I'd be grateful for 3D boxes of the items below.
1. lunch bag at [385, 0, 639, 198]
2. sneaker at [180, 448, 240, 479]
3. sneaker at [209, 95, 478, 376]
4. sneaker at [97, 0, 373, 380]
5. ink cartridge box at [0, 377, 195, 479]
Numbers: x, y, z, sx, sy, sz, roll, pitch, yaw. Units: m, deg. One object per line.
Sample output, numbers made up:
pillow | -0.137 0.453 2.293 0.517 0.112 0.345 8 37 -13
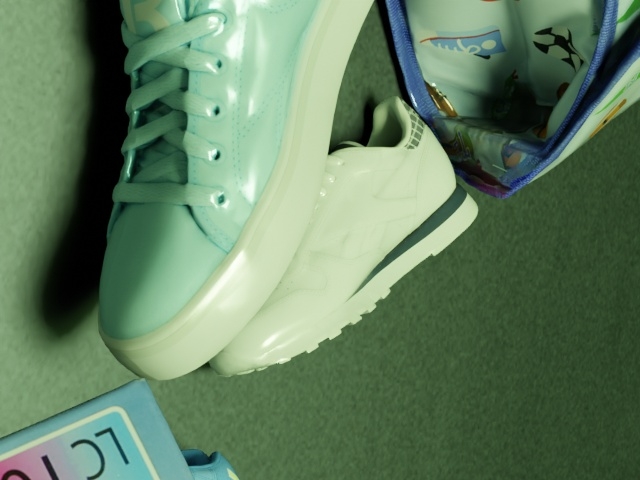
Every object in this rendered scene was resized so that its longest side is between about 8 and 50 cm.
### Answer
lunch bag | 0.204 -0.254 1.177 0.328 0.239 0.385 -35 136 -38
sneaker | -0.045 0.189 1.076 0.240 0.091 0.126 50 17 -69
sneaker | 0.000 0.000 1.112 0.235 0.090 0.095 -42 111 -39
sneaker | -0.072 -0.108 0.987 0.150 0.135 0.366 34 63 -36
ink cartridge box | -0.114 0.298 0.750 0.270 0.151 0.395 -23 75 -21
